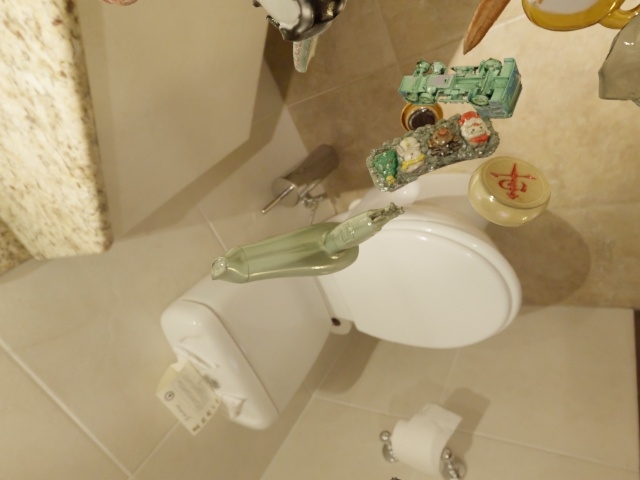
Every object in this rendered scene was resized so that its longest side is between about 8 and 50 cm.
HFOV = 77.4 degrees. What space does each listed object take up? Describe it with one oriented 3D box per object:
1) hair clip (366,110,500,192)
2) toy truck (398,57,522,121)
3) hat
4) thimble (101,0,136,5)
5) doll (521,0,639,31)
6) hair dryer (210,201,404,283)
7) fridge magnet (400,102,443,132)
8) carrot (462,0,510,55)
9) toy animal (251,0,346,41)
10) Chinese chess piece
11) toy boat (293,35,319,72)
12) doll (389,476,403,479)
[{"bbox_3d":[0.274,-0.230,0.983,0.322,0.091,0.138,-21,79,7],"label":"hair clip"},{"bbox_3d":[0.206,-0.222,0.599,0.175,0.067,0.081,19,178,42],"label":"toy truck"},{"bbox_3d":[0.422,-0.195,0.429,0.147,0.085,0.175,-45,65,8],"label":"hat"},{"bbox_3d":[-0.420,-0.584,0.750,0.240,0.162,0.239,23,162,8],"label":"thimble"},{"bbox_3d":[0.422,-0.470,0.653,0.162,0.269,0.167,17,157,-30],"label":"doll"},{"bbox_3d":[0.000,0.000,0.475,0.237,0.207,0.075,-25,78,54],"label":"hair dryer"},{"bbox_3d":[0.345,-0.417,1.362,0.143,0.063,0.142,6,136,6],"label":"fridge magnet"},{"bbox_3d":[0.422,-0.567,1.027,0.072,0.072,0.204,30,95,13],"label":"carrot"},{"bbox_3d":[-0.034,-0.511,0.707,0.213,0.212,0.266,36,165,6],"label":"toy animal"},{"bbox_3d":[0.615,-0.164,1.306,0.251,0.250,0.097,28,151,15],"label":"Chinese chess piece"},{"bbox_3d":[-0.056,-0.667,1.334,0.079,0.134,0.207,25,161,1],"label":"toy boat"},{"bbox_3d":[0.123,0.209,0.218,0.257,0.161,0.215,-9,130,-8],"label":"doll"}]
